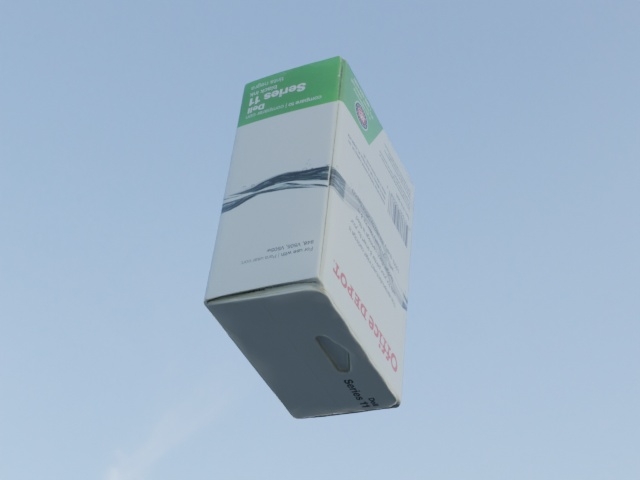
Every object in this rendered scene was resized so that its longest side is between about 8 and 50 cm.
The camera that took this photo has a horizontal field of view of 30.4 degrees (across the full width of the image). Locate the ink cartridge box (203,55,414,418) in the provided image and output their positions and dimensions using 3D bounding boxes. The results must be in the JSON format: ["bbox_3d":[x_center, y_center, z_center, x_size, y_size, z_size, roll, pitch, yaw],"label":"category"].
[{"bbox_3d":[0.000,0.000,0.835,0.086,0.208,0.153,-12,-44,21],"label":"ink cartridge box"}]
